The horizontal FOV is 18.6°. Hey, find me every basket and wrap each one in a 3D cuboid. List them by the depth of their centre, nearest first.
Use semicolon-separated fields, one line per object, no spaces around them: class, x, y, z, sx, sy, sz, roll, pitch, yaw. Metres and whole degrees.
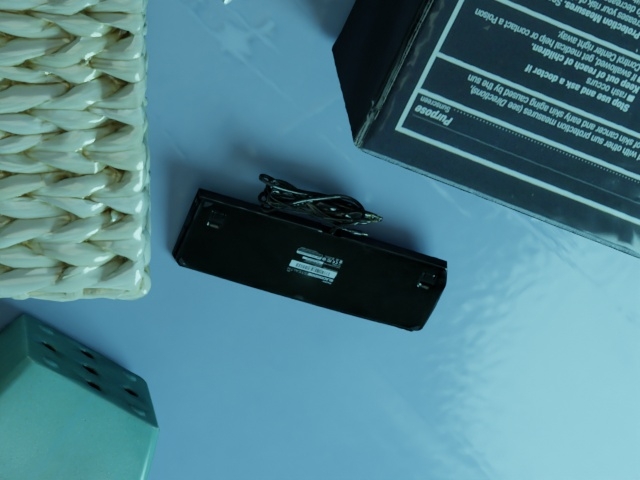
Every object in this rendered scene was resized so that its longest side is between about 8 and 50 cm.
basket;-0.257;-0.138;1.124;0.331;0.328;0.266;-1;114;-6

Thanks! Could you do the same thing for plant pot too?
plant pot;-0.221;0.182;1.350;0.165;0.165;0.234;30;98;-17

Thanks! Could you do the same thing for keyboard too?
keyboard;0.000;0.000;1.373;0.192;0.038;0.100;16;132;-13

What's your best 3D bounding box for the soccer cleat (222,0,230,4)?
soccer cleat;-0.082;-0.189;1.283;0.083;0.029;0.035;36;100;-23

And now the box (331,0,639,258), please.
box;0.201;-0.164;1.235;0.296;0.183;0.294;21;112;-15
